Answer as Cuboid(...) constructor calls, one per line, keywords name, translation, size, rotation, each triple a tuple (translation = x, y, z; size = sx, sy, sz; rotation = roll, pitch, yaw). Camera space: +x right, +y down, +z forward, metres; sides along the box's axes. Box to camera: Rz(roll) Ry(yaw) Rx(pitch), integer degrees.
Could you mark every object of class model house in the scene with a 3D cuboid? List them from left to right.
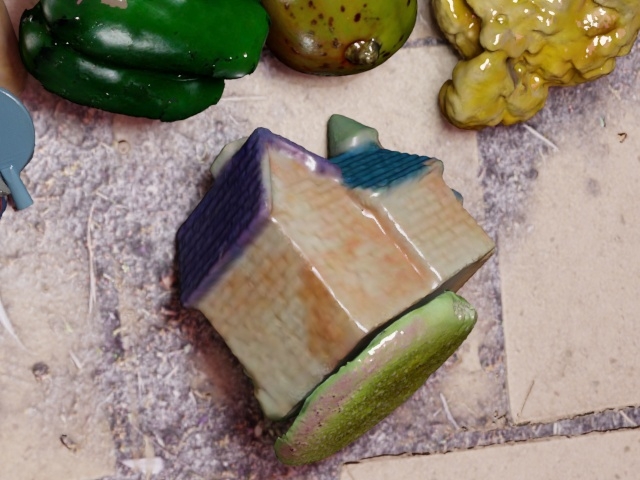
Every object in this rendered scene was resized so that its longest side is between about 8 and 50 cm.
Cuboid(name="model house", translation=(0.000, 0.000, 1.927), size=(0.280, 0.245, 0.312), rotation=(50, 42, 11))

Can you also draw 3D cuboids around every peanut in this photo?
Cuboid(name="peanut", translation=(-0.370, -0.220, 1.828), size=(0.076, 0.076, 0.152), rotation=(-30, 112, -20))

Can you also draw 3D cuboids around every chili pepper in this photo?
Cuboid(name="chili pepper", translation=(-0.193, -0.261, 1.816), size=(0.256, 0.233, 0.249), rotation=(16, 77, -26))

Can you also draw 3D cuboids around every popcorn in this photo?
Cuboid(name="popcorn", translation=(0.252, -0.281, 2.024), size=(0.265, 0.225, 0.332), rotation=(40, 87, -24))

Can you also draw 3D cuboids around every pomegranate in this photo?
Cuboid(name="pomegranate", translation=(0.003, -0.307, 1.927), size=(0.198, 0.198, 0.246), rotation=(-30, 95, -20))

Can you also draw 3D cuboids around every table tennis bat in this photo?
Cuboid(name="table tennis bat", translation=(-0.357, -0.103, 1.844), size=(0.100, 0.019, 0.155), rotation=(-20, 114, 8))

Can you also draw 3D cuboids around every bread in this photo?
Cuboid(name="bread", translation=(0.065, 0.167, 1.916), size=(0.301, 0.301, 0.045), rotation=(-34, 73, -19))

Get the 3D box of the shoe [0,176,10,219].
Cuboid(name="shoe", translation=(-0.382, -0.065, 1.768), size=(0.099, 0.227, 0.125), rotation=(25, 67, 19))
